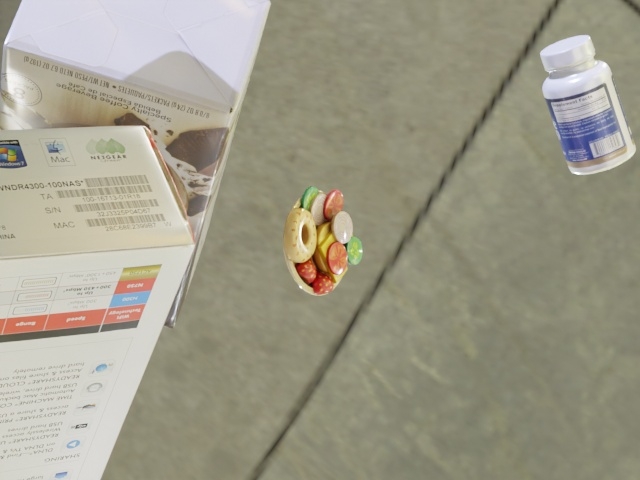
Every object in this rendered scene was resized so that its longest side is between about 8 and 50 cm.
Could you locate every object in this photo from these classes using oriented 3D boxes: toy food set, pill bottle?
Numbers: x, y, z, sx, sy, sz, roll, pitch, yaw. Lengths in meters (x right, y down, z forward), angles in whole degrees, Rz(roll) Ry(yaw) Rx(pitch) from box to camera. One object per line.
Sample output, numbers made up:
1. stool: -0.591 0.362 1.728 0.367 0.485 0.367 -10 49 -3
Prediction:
1. toy food set: 0.000 0.000 1.368 0.082 0.020 0.083 -53 128 -42
2. pill bottle: 0.247 -0.128 1.687 0.067 0.067 0.120 -26 106 -17

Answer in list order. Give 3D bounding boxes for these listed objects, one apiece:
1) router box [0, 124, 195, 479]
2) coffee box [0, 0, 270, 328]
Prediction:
1. router box: -0.262 0.082 0.864 0.335 0.082 0.301 -4 140 -29
2. coffee box: -0.154 -0.074 1.374 0.168 0.297 0.119 17 55 -2
